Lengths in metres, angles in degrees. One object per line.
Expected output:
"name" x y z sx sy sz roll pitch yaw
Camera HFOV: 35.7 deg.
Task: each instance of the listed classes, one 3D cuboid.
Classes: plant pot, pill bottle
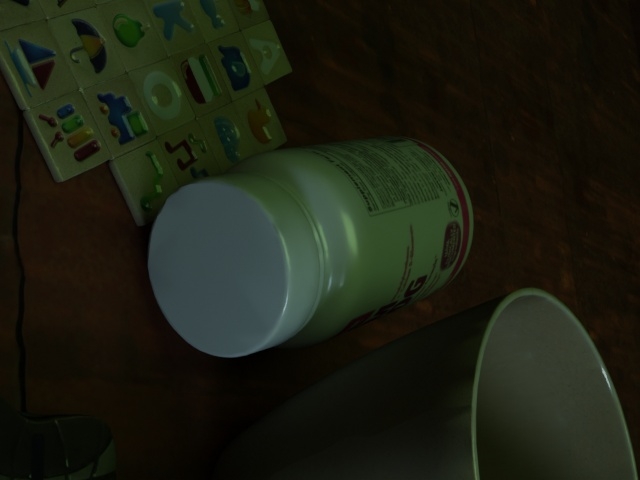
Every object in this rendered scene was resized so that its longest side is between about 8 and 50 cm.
"plant pot" 0.060 0.188 0.741 0.256 0.274 0.256 25 57 -47
"pill bottle" 0.000 0.000 0.835 0.283 0.160 0.160 -15 89 -55

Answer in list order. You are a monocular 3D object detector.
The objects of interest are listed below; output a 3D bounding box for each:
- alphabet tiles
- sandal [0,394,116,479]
"alphabet tiles" -0.143 -0.181 0.841 0.342 0.011 0.285 -38 108 -53
"sandal" -0.202 0.130 0.597 0.219 0.060 0.089 28 60 -64
